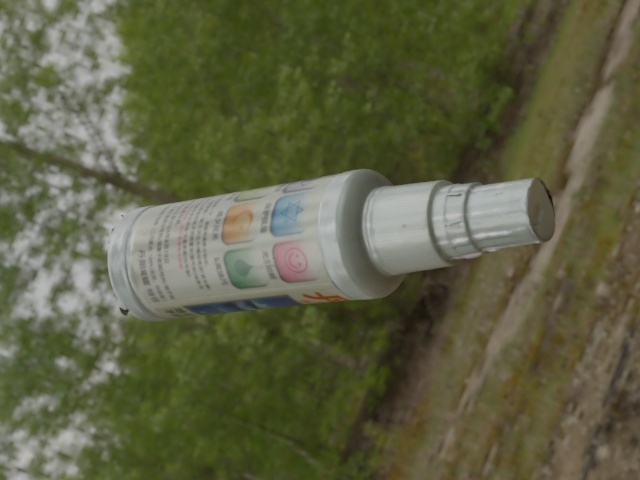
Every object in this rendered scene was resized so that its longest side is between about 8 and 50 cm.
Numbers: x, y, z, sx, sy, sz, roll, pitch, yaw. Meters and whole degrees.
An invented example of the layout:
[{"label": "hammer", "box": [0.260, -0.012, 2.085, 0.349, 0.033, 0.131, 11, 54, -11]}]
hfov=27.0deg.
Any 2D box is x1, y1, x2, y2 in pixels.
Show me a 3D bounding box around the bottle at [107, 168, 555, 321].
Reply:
[{"label": "bottle", "box": [0.000, 0.000, 0.592, 0.060, 0.217, 0.060, 15, -108, -52]}]
